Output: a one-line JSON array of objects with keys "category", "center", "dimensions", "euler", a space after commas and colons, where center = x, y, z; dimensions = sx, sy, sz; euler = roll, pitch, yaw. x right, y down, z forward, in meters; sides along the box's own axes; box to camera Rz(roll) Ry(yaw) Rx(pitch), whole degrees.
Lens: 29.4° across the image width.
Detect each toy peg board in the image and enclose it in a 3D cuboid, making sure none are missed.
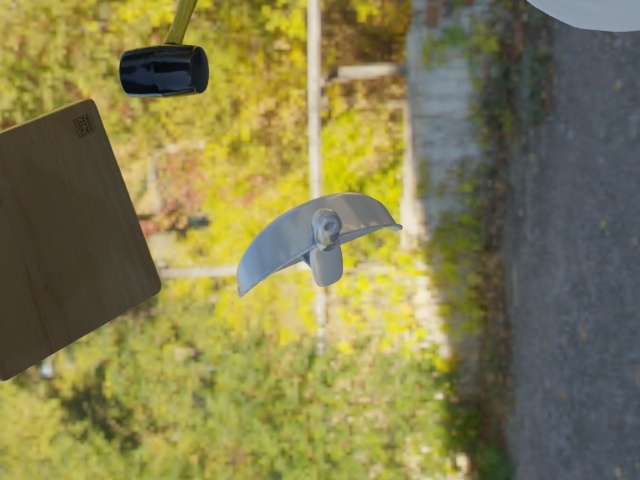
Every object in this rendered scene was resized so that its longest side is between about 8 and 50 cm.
[{"category": "toy peg board", "center": [-0.224, -0.003, 0.907], "dimensions": [0.079, 0.161, 0.161], "euler": [-4, 110, 43]}]

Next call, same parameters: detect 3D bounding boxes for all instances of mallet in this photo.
[{"category": "mallet", "center": [-0.093, -0.182, 0.934], "dimensions": [0.039, 0.062, 0.189], "euler": [69, -147, -50]}]

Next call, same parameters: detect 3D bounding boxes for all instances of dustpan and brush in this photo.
[{"category": "dustpan and brush", "center": [0.000, 0.000, 0.942], "dimensions": [0.211, 0.147, 0.060], "euler": [82, 165, -68]}]

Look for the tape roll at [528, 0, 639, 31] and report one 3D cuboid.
[{"category": "tape roll", "center": [0.287, -0.344, 1.157], "dimensions": [0.100, 0.286, 0.286], "euler": [-57, -31, -72]}]
